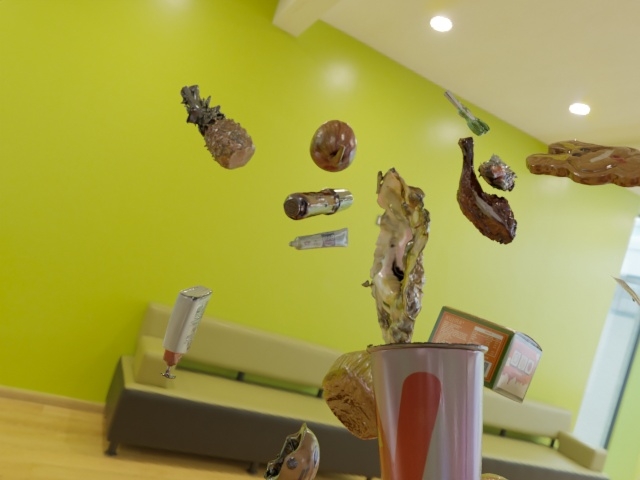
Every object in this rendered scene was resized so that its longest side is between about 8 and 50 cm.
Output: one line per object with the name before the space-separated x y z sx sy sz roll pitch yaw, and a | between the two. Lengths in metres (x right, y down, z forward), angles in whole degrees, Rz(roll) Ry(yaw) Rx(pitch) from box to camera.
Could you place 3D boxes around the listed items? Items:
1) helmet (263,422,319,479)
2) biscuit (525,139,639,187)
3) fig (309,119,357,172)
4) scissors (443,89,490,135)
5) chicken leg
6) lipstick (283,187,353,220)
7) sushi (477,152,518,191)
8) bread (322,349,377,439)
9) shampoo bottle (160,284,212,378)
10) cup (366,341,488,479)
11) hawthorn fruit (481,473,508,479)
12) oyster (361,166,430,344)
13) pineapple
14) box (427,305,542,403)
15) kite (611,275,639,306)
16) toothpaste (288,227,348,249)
helmet | -0.074 0.704 1.602 0.130 0.224 0.198 40 -5 -3
biscuit | 0.621 -0.179 1.149 0.295 0.186 0.044 24 -42 51
fig | 0.045 -0.296 1.705 0.175 0.175 0.207 20 38 -21
scissors | 0.498 -0.442 1.756 0.204 0.027 0.101 50 40 11
chicken leg | 0.551 -0.161 1.758 0.407 0.158 0.096 63 2 -3
lipstick | 0.001 -0.101 1.364 0.077 0.077 0.418 18 13 16
sushi | 0.591 -0.225 1.704 0.097 0.103 0.226 26 2 42
bread | 0.117 0.416 1.384 0.227 0.142 0.253 57 -37 1
shampoo bottle | -0.404 0.274 1.468 0.071 0.284 0.153 23 4 6
cup | 0.166 0.310 0.786 0.203 0.288 0.203 1 -18 0
hawthorn fruit | 0.451 0.734 1.343 0.205 0.205 0.253 17 -3 25
oyster | 0.158 0.040 0.951 0.107 0.354 0.201 -4 30 -18
pineapple | -0.346 -0.373 1.637 0.310 0.141 0.170 51 30 14
box | 0.383 0.264 1.203 0.195 0.148 0.177 17 -10 47
kite | 0.552 0.120 0.861 0.245 0.015 0.141 15 40 -56
toothpaste | 0.000 0.000 1.487 0.233 0.060 0.038 -7 2 -42
